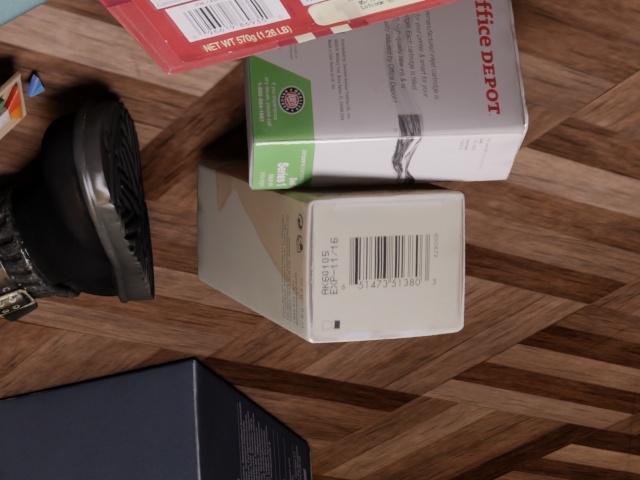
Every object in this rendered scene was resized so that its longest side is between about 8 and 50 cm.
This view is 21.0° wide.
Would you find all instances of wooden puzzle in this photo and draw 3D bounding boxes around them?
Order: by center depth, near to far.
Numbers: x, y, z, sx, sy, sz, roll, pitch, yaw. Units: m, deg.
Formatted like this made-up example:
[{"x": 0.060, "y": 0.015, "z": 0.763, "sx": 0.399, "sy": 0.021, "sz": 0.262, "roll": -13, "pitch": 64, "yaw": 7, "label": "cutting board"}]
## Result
[{"x": -0.279, "y": -0.104, "z": 1.492, "sx": 0.014, "sy": 0.116, "sz": 0.078, "roll": 35, "pitch": 160, "yaw": 12, "label": "wooden puzzle"}]

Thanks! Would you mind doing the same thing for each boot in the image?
[{"x": -0.298, "y": -0.012, "z": 1.643, "sx": 0.260, "sy": 0.131, "sz": 0.348, "roll": -3, "pitch": 155, "yaw": -2, "label": "boot"}]

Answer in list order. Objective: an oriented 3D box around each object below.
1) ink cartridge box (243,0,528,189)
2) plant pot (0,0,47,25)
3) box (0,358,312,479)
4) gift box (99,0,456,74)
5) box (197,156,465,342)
[{"x": 0.048, "y": -0.132, "z": 1.419, "sx": 0.219, "sy": 0.160, "sz": 0.092, "roll": -1, "pitch": 155, "yaw": -5, "label": "ink cartridge box"}, {"x": -0.339, "y": -0.209, "z": 1.043, "sx": 0.334, "sy": 0.341, "sz": 0.341, "roll": -21, "pitch": 151, "yaw": 13, "label": "plant pot"}, {"x": -0.211, "y": 0.339, "z": 2.292, "sx": 0.294, "sy": 0.212, "sz": 0.395, "roll": -13, "pitch": 154, "yaw": 17, "label": "box"}, {"x": -0.044, "y": -0.267, "z": 1.011, "sx": 0.255, "sy": 0.258, "sz": 0.276, "roll": -10, "pitch": 155, "yaw": 12, "label": "gift box"}, {"x": 0.000, "y": 0.000, "z": 1.542, "sx": 0.148, "sy": 0.121, "sz": 0.311, "roll": -4, "pitch": -170, "yaw": -22, "label": "box"}]
